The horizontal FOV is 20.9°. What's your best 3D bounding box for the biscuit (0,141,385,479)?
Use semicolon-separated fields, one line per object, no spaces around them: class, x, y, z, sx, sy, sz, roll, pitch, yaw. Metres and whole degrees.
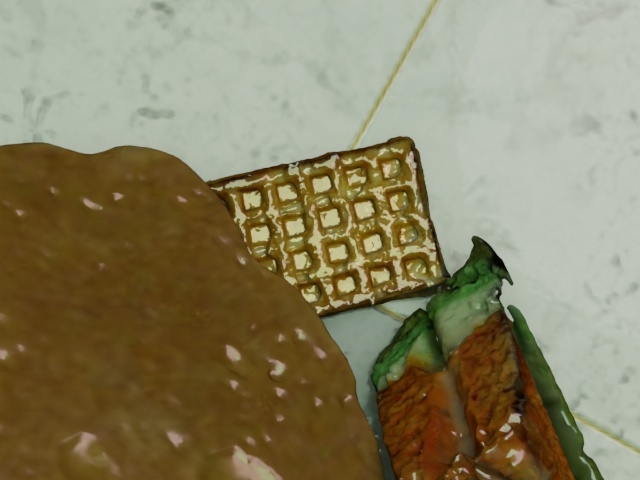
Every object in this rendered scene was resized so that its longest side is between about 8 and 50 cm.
biscuit;-0.121;0.105;0.952;0.351;0.057;0.312;47;53;8

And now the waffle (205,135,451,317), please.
waffle;0.000;0.000;1.086;0.148;0.042;0.102;-13;86;-1

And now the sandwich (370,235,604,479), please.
sandwich;0.111;0.169;1.003;0.109;0.212;0.292;-24;104;14
